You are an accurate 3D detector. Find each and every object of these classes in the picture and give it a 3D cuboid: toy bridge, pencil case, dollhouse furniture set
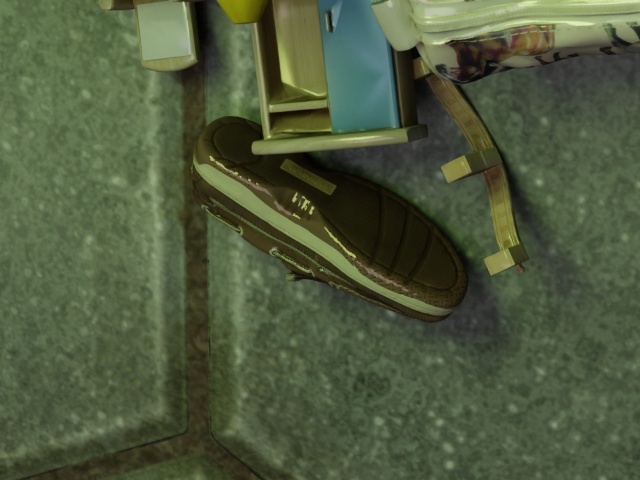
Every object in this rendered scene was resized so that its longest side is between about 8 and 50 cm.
[{"bbox_3d":[0.122,-0.060,1.593,0.026,0.063,0.188,-26,86,31],"label":"toy bridge"},{"bbox_3d":[0.250,-0.199,1.400,0.410,0.183,0.160,-2,115,26],"label":"pencil case"},{"bbox_3d":[-0.092,-0.152,1.477,0.286,0.303,0.198,-4,96,26],"label":"dollhouse furniture set"}]

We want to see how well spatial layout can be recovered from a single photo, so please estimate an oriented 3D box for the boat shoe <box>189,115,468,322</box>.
[{"bbox_3d":[0.004,-0.005,1.674,0.257,0.095,0.095,35,138,11],"label":"boat shoe"}]
